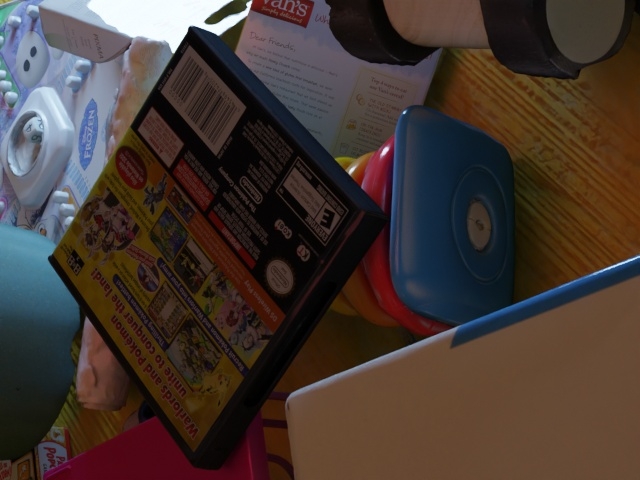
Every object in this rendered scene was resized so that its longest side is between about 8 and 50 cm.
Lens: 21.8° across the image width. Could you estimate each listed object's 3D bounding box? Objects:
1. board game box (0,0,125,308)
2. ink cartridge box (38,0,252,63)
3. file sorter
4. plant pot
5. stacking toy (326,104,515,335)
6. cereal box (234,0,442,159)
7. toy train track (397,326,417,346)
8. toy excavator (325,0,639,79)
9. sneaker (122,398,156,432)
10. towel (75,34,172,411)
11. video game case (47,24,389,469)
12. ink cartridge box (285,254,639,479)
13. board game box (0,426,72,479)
[{"bbox_3d":[-0.341,-0.112,1.926,0.390,0.050,0.390,-6,76,48],"label":"board game box"},{"bbox_3d":[-0.144,-0.233,1.657,0.225,0.181,0.056,24,140,36],"label":"ink cartridge box"},{"bbox_3d":[-0.077,0.262,1.417,0.291,0.182,0.202,-30,60,42],"label":"file sorter"},{"bbox_3d":[-0.451,0.090,1.706,0.341,0.334,0.341,-14,71,47],"label":"plant pot"},{"bbox_3d":[0.000,0.000,1.358,0.302,0.175,0.165,-5,75,33],"label":"stacking toy"},{"bbox_3d":[-0.007,-0.097,1.460,0.047,0.173,0.240,-41,-29,-83],"label":"cereal box"},{"bbox_3d":[0.088,0.099,1.403,0.048,0.014,0.083,-64,36,25],"label":"toy train track"},{"bbox_3d":[0.198,-0.376,1.215,0.222,0.433,0.445,14,118,50],"label":"toy excavator"},{"bbox_3d":[-0.160,0.170,1.634,0.135,0.058,0.052,-24,63,44],"label":"sneaker"},{"bbox_3d":[-0.194,-0.004,1.595,0.317,0.053,0.331,151,125,-80],"label":"towel"},{"bbox_3d":[-0.092,0.000,1.329,0.248,0.035,0.275,-56,49,17],"label":"video game case"},{"bbox_3d":[0.225,0.142,0.941,0.285,0.395,0.166,-26,63,43],"label":"ink cartridge box"},{"bbox_3d":[-0.318,0.315,1.787,0.147,0.045,0.193,-34,56,39],"label":"board game box"}]
